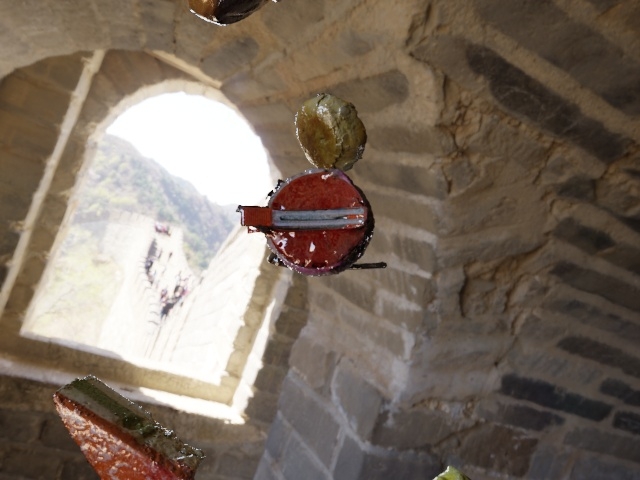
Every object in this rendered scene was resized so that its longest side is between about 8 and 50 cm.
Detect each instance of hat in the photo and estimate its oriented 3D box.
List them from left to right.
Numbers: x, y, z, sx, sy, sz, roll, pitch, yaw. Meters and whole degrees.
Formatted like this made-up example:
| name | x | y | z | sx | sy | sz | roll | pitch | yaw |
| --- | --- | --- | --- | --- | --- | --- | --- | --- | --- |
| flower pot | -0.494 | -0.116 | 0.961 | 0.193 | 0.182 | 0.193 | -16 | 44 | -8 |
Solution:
| name | x | y | z | sx | sy | sz | roll | pitch | yaw |
| --- | --- | --- | --- | --- | --- | --- | --- | --- | --- |
| hat | -0.002 | 0.003 | 0.617 | 0.140 | 0.129 | 0.227 | -22 | -18 | 0 |

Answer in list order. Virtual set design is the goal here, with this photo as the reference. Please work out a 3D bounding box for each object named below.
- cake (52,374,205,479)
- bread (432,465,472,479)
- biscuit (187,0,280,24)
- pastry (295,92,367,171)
| name | x | y | z | sx | sy | sz | roll | pitch | yaw |
| --- | --- | --- | --- | --- | --- | --- | --- | --- | --- |
| cake | -0.275 | 0.295 | 0.676 | 0.220 | 0.117 | 0.086 | 28 | 9 | 4 |
| bread | 0.006 | 0.294 | 0.333 | 0.361 | 0.077 | 0.138 | -16 | 49 | -28 |
| biscuit | -0.004 | -0.241 | 0.332 | 0.043 | 0.280 | 0.183 | 26 | -27 | -3 |
| pastry | 0.016 | -0.191 | 0.885 | 0.153 | 0.081 | 0.153 | 43 | -24 | 25 |
